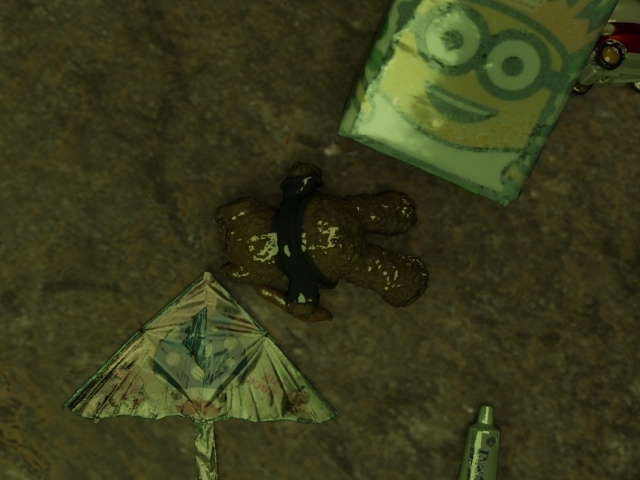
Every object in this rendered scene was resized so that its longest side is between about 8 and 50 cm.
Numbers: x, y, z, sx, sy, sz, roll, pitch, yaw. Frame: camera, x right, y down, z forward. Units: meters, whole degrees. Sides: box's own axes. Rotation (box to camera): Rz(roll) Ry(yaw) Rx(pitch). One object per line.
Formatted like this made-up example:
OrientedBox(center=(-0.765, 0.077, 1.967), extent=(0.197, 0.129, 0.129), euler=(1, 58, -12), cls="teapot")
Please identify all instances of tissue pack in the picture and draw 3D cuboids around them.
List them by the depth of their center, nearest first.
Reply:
OrientedBox(center=(0.180, -0.221, 1.524), extent=(0.228, 0.128, 0.311), euler=(22, 118, -4), cls="tissue pack")

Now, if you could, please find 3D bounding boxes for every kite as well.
OrientedBox(center=(-0.145, 0.194, 1.642), extent=(0.335, 0.011, 0.314), euler=(1, 94, -2), cls="kite")

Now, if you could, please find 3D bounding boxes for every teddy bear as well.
OrientedBox(center=(0.002, -0.004, 1.578), extent=(0.251, 0.129, 0.182), euler=(-2, 78, -1), cls="teddy bear")

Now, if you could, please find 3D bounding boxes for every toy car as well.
OrientedBox(center=(0.354, -0.238, 1.605), extent=(0.139, 0.112, 0.112), euler=(1, 77, -13), cls="toy car")

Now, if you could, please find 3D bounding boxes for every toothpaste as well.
OrientedBox(center=(0.191, 0.307, 1.652), extent=(0.064, 0.041, 0.218), euler=(8, 95, 8), cls="toothpaste")

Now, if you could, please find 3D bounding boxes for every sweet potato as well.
OrientedBox(center=(-0.039, 0.075, 1.633), extent=(0.115, 0.026, 0.026), euler=(26, 92, -4), cls="sweet potato")
